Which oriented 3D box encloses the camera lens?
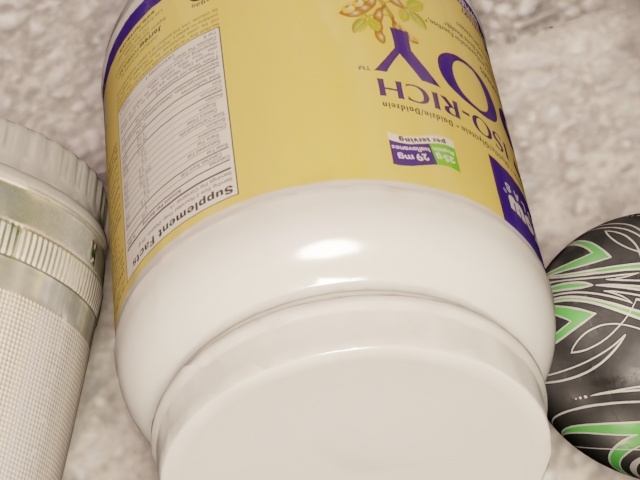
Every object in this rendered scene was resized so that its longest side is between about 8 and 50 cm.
[{"bbox_3d":[-0.253,0.077,1.148,0.219,0.219,0.274,5,68,13],"label":"camera lens"}]

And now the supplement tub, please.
[{"bbox_3d":[0.000,0.000,1.081,0.241,0.241,0.331,-14,47,5],"label":"supplement tub"}]

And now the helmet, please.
[{"bbox_3d":[0.201,0.061,1.098,0.169,0.161,0.169,-3,67,7],"label":"helmet"}]
